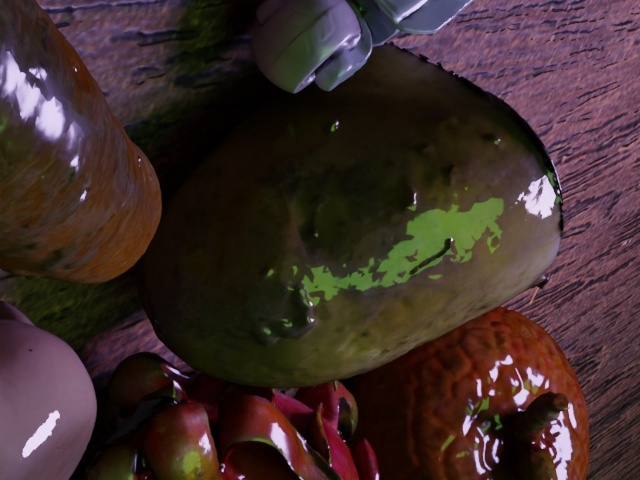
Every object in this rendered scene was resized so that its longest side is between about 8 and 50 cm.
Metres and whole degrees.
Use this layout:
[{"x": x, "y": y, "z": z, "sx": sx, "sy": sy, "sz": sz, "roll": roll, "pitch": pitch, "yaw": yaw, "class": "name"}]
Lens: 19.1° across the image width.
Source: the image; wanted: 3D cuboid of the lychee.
[{"x": 0.138, "y": 0.182, "z": 1.736, "sx": 0.255, "sy": 0.300, "sz": 0.255, "roll": 8, "pitch": 79, "yaw": -43, "class": "lychee"}]

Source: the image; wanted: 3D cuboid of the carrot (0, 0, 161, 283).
[{"x": -0.170, "y": -0.056, "z": 1.010, "sx": 0.138, "sy": 0.139, "sz": 0.302, "roll": -54, "pitch": 157, "yaw": -1, "class": "carrot"}]

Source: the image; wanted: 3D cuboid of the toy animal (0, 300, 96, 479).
[{"x": -0.231, "y": 0.109, "z": 1.086, "sx": 0.166, "sy": 0.154, "sz": 0.250, "roll": -53, "pitch": 155, "yaw": 17, "class": "toy animal"}]

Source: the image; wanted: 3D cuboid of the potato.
[{"x": 0.000, "y": 0.000, "z": 1.320, "sx": 0.266, "sy": 0.229, "sz": 0.229, "roll": -34, "pitch": 150, "yaw": -21, "class": "potato"}]

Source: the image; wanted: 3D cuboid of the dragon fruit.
[{"x": -0.063, "y": 0.188, "z": 1.424, "sx": 0.307, "sy": 0.243, "sz": 0.227, "roll": 118, "pitch": -23, "yaw": -64, "class": "dragon fruit"}]

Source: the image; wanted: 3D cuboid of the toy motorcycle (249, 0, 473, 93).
[{"x": 0.045, "y": -0.179, "z": 1.299, "sx": 0.254, "sy": 0.112, "sz": 0.112, "roll": -42, "pitch": 153, "yaw": -29, "class": "toy motorcycle"}]
